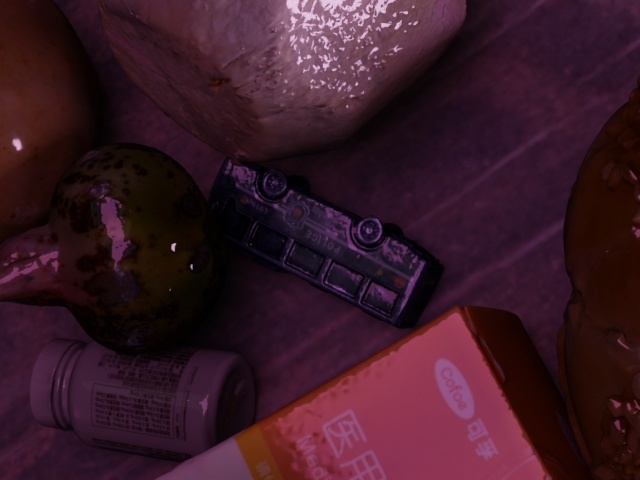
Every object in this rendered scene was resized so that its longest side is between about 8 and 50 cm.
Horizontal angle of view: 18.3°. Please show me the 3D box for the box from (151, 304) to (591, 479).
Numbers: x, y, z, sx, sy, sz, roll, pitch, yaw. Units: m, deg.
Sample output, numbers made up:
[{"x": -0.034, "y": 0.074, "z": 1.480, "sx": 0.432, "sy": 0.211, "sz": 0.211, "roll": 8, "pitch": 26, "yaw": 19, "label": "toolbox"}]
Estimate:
[{"x": 0.019, "y": 0.217, "z": 1.240, "sx": 0.341, "sy": 0.143, "sz": 0.225, "roll": -30, "pitch": 73, "yaw": 11, "label": "box"}]

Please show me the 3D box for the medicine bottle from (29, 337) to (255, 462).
[{"x": -0.121, "y": 0.105, "z": 1.339, "sx": 0.140, "sy": 0.079, "sz": 0.079, "roll": 7, "pitch": 83, "yaw": 21, "label": "medicine bottle"}]

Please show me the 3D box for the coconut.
[{"x": -0.018, "y": -0.178, "z": 1.276, "sx": 0.227, "sy": 0.227, "sz": 0.230, "roll": 35, "pitch": 73, "yaw": 21, "label": "coconut"}]

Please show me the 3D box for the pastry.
[{"x": 0.265, "y": 0.036, "z": 1.156, "sx": 0.255, "sy": 0.162, "sz": 0.311, "roll": -2, "pitch": 78, "yaw": 5, "label": "pastry"}]

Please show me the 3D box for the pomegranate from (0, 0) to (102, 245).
[{"x": -0.247, "y": -0.092, "z": 1.360, "sx": 0.207, "sy": 0.207, "sz": 0.207, "roll": -3, "pitch": 80, "yaw": 19, "label": "pomegranate"}]

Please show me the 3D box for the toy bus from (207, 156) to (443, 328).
[{"x": 0.000, "y": 0.000, "z": 1.333, "sx": 0.166, "sy": 0.047, "sz": 0.065, "roll": 27, "pitch": 94, "yaw": 21, "label": "toy bus"}]

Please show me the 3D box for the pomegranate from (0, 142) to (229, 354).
[{"x": -0.138, "y": 0.010, "z": 1.288, "sx": 0.125, "sy": 0.163, "sz": 0.138, "roll": 4, "pitch": 109, "yaw": 55, "label": "pomegranate"}]
